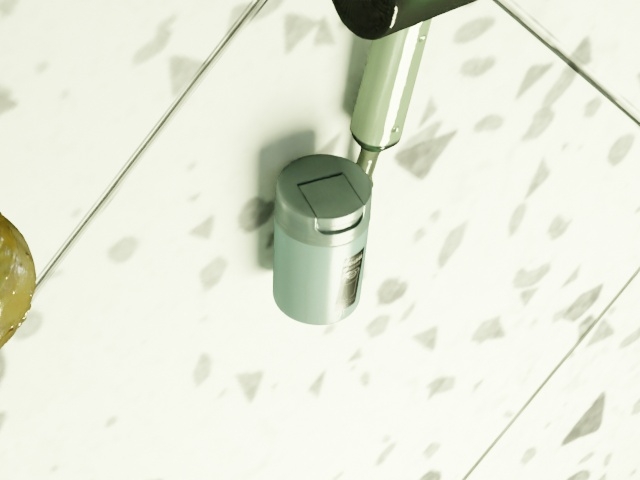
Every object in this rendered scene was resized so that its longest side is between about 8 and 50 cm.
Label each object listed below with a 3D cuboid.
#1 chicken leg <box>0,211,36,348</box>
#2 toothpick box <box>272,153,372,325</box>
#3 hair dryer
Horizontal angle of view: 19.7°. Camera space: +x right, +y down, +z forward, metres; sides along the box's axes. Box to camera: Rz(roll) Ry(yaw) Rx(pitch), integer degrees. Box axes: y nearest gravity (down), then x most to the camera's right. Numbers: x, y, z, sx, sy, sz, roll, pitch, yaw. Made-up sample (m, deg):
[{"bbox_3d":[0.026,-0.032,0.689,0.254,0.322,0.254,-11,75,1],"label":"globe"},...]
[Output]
[{"bbox_3d":[-0.190,-0.007,0.779,0.085,0.069,0.198,-45,139,-5],"label":"chicken leg"},{"bbox_3d":[0.000,0.000,0.996,0.052,0.052,0.083,-26,142,-26],"label":"toothpick box"},{"bbox_3d":[0.042,-0.094,0.958,0.100,0.057,0.197,-22,147,-31],"label":"hair dryer"}]
